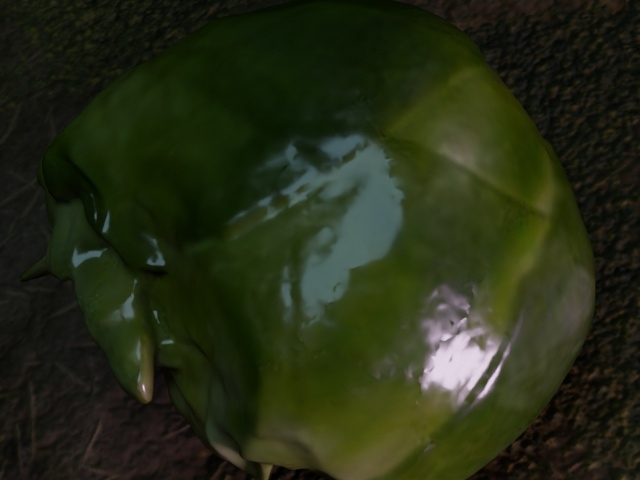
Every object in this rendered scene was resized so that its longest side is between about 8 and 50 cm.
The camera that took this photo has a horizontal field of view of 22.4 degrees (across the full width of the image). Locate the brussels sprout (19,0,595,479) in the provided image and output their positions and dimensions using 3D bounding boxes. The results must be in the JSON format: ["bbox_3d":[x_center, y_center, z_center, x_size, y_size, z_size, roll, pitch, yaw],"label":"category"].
[{"bbox_3d":[0.000,0.000,1.060,0.371,0.276,0.315,25,76,38],"label":"brussels sprout"}]
